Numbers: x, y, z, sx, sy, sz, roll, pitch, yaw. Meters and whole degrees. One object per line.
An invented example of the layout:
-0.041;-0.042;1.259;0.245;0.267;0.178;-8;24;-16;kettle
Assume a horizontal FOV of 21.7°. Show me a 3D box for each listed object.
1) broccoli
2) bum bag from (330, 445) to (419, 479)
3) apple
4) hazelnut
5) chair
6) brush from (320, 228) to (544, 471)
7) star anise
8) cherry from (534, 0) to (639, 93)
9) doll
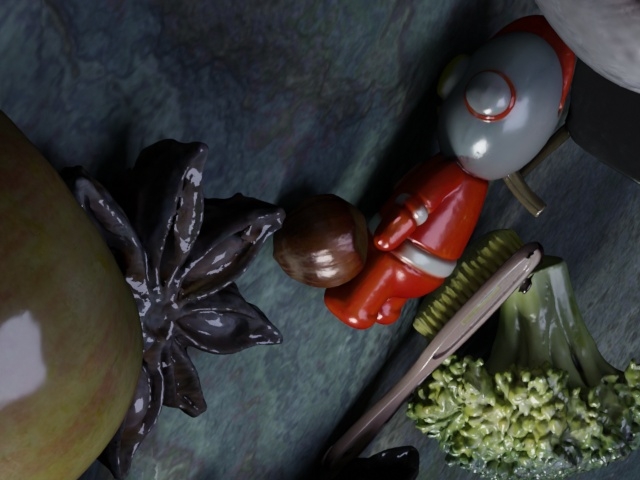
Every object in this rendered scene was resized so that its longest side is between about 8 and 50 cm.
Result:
0.220;0.133;1.779;0.247;0.263;0.243;-76;162;-75;broccoli
-0.029;0.316;1.612;0.340;0.095;0.144;-38;172;-35;bum bag
-0.229;0.044;0.863;0.234;0.257;0.257;-34;147;-13;apple
0.000;0.000;1.374;0.086;0.086;0.086;-39;147;-32;hazelnut
0.306;-0.139;1.615;0.272;0.166;0.188;-35;144;-37;chair
0.099;0.105;1.665;0.313;0.067;0.072;-48;154;8;brush
-0.139;0.040;1.158;0.223;0.109;0.236;-22;123;-40;star anise
0.301;-0.263;1.328;0.291;0.326;0.335;-23;164;16;cherry
0.121;-0.070;1.461;0.336;0.105;0.200;-56;164;12;doll
